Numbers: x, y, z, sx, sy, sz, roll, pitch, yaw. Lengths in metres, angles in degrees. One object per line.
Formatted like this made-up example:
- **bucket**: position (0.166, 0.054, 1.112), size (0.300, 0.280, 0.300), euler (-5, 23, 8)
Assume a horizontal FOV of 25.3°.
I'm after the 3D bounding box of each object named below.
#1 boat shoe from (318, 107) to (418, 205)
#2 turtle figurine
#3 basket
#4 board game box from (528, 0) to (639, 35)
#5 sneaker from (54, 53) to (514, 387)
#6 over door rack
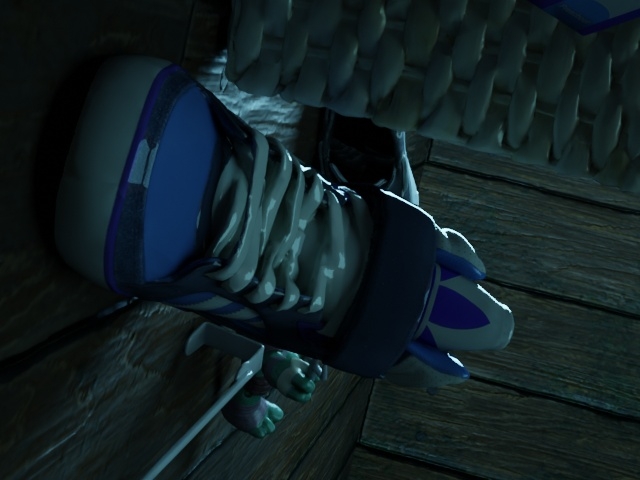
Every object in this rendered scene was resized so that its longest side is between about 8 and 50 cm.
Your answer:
- **boat shoe**: position (0.048, -0.075, 1.490), size (0.102, 0.108, 0.301), euler (-67, 166, -48)
- **turtle figurine**: position (-0.023, 0.064, 1.211), size (0.175, 0.118, 0.234), euler (-51, 173, -37)
- **basket**: position (0.133, -0.249, 0.986), size (0.266, 0.328, 0.331), euler (-54, 157, -64)
- **board game box**: position (0.062, -0.285, 0.549), size (0.233, 0.078, 0.347), euler (19, 65, -43)
- **sneaker**: position (0.000, 0.001, 0.808), size (0.323, 0.236, 0.130), euler (69, 36, -77)
- **over door rack**: position (-0.100, 0.244, 1.021), size (0.324, 0.108, 0.240), euler (-63, 166, -58)
